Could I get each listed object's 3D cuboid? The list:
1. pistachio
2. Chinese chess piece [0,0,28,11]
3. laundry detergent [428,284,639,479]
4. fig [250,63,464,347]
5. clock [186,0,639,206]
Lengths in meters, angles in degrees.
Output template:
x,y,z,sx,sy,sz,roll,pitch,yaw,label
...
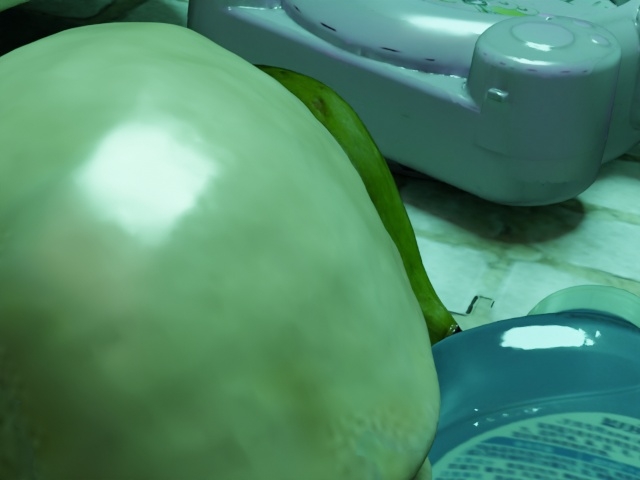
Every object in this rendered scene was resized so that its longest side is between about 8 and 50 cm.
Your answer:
x,y,z,sx,sy,sz,roll,pitch,yaw,label
-0.067,0.041,0.612,0.230,0.230,0.309,9,21,3,pistachio
-0.160,-0.227,1.088,0.273,0.102,0.273,-21,16,6,Chinese chess piece
0.094,0.104,0.685,0.143,0.094,0.290,8,25,12,laundry detergent
0.001,-0.018,0.841,0.185,0.126,0.133,12,16,15,fig
0.103,-0.142,1.099,0.295,0.113,0.322,25,32,29,clock
